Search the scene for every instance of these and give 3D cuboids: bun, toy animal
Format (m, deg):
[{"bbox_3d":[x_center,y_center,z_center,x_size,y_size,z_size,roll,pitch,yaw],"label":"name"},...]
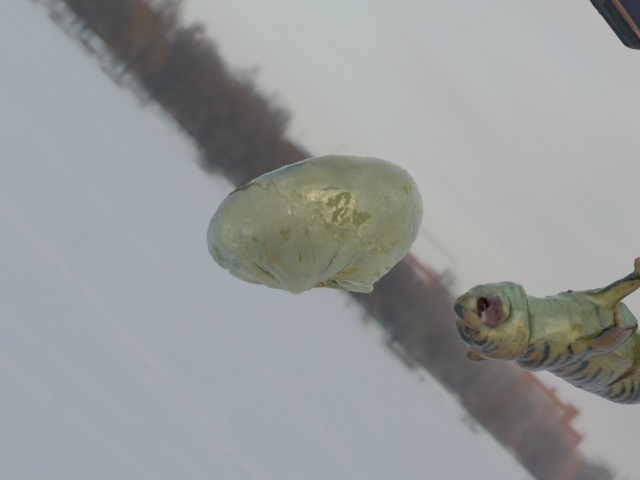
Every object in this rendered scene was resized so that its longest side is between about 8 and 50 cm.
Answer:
[{"bbox_3d":[0.000,0.000,1.712,0.222,0.222,0.127,47,25,-73],"label":"bun"},{"bbox_3d":[0.179,0.059,1.039,0.241,0.099,0.057,22,55,-42],"label":"toy animal"}]

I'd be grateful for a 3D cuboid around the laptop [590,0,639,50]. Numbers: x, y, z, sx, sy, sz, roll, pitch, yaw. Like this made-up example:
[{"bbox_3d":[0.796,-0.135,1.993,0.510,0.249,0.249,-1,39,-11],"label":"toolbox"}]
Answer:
[{"bbox_3d":[0.226,-0.235,1.255,0.154,0.026,0.207,52,42,-10],"label":"laptop"}]
